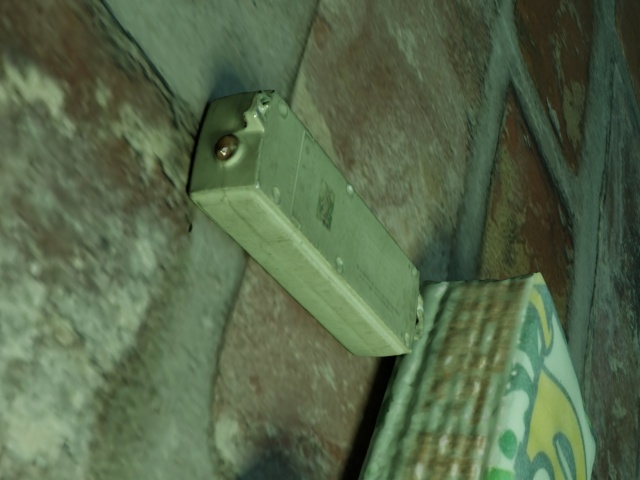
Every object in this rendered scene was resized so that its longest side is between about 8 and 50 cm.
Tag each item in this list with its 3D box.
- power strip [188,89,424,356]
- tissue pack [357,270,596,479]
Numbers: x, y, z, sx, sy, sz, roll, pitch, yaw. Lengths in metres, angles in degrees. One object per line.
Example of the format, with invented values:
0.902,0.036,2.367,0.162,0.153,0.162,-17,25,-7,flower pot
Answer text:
0.000,0.000,0.714,0.272,0.052,0.078,48,44,-51,power strip
0.120,0.210,0.827,0.228,0.128,0.311,64,34,-36,tissue pack
